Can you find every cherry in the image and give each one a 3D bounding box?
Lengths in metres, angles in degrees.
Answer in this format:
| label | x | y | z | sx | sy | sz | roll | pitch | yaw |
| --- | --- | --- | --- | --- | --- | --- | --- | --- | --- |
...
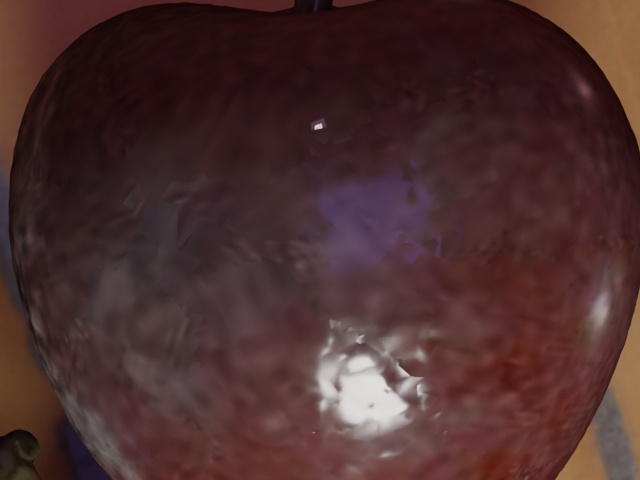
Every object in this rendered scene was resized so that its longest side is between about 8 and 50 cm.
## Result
| label | x | y | z | sx | sy | sz | roll | pitch | yaw |
| --- | --- | --- | --- | --- | --- | --- | --- | --- | --- |
| cherry | 0.000 | 0.000 | 0.600 | 0.236 | 0.213 | 0.286 | 13 | 107 | 30 |

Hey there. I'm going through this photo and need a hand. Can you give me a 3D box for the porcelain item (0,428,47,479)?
| label | x | y | z | sx | sy | sz | roll | pitch | yaw |
| --- | --- | --- | --- | --- | --- | --- | --- | --- | --- |
| porcelain item | -0.065 | 0.161 | 0.631 | 0.084 | 0.054 | 0.213 | -30 | 114 | 32 |
